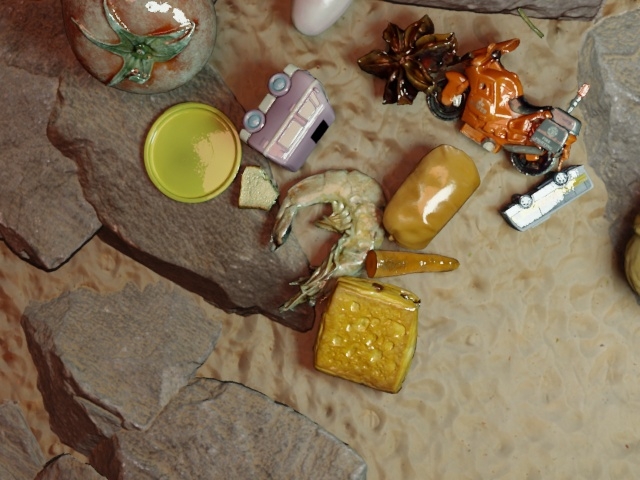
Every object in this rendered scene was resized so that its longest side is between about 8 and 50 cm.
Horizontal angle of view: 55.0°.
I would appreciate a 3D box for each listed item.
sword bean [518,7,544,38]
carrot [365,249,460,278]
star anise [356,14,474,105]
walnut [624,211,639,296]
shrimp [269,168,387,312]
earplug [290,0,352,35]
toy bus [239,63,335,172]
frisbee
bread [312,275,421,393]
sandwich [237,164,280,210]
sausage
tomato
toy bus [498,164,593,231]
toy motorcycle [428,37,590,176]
[{"bbox_3d":[0.458,-0.473,1.340,0.012,0.012,0.083,-39,85,4],"label":"sword bean"},{"bbox_3d":[0.204,0.050,1.308,0.210,0.061,0.061,0,88,-17],"label":"carrot"},{"bbox_3d":[0.193,-0.371,1.309,0.190,0.126,0.220,-40,57,5],"label":"star anise"},{"bbox_3d":[0.730,0.016,1.163,0.285,0.285,0.296,17,112,8],"label":"walnut"},{"bbox_3d":[0.000,0.000,1.345,0.247,0.085,0.360,33,86,7],"label":"shrimp"},{"bbox_3d":[0.030,-0.587,1.336,0.172,0.172,0.301,30,99,7],"label":"earplug"},{"bbox_3d":[-0.063,-0.262,1.335,0.142,0.142,0.202,36,93,13],"label":"toy bus"},{"bbox_3d":[-0.295,-0.203,1.421,0.236,0.017,0.236,0,88,7],"label":"frisbee"},{"bbox_3d":[0.101,0.194,1.301,0.211,0.099,0.235,15,109,6],"label":"bread"},{"bbox_3d":[-0.139,-0.119,1.389,0.093,0.036,0.104,2,87,8],"label":"sandwich"},{"bbox_3d":[0.230,-0.087,1.298,0.136,0.120,0.241,36,94,-1],"label":"sausage"},{"bbox_3d":[-0.376,-0.463,1.295,0.317,0.316,0.282,-14,56,6],"label":"tomato"},{"bbox_3d":[0.476,-0.091,1.300,0.190,0.064,0.075,-35,96,5],"label":"toy bus"},{"bbox_3d":[0.396,-0.289,1.277,0.326,0.148,0.221,38,117,16],"label":"toy motorcycle"}]
